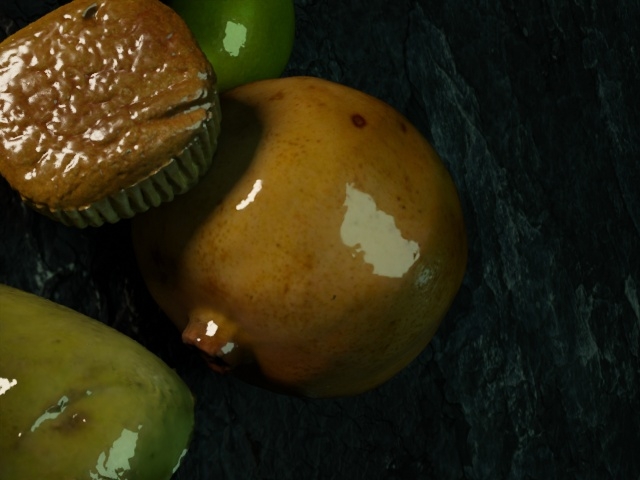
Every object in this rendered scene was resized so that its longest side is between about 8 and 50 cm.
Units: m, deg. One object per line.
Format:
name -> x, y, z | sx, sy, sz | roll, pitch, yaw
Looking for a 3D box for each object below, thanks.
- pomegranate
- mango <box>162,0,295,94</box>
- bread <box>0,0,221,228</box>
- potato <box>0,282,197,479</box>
pomegranate -> -0.034, 0.008, 1.595 | 0.417, 0.417, 0.416 | 14, 73, -54
mango -> -0.113, -0.274, 1.715 | 0.185, 0.149, 0.273 | 66, 33, -21
bread -> -0.232, -0.136, 1.402 | 0.142, 0.253, 0.227 | 80, -14, -79
potato -> -0.291, 0.163, 1.261 | 0.212, 0.280, 0.330 | 54, 45, -40
